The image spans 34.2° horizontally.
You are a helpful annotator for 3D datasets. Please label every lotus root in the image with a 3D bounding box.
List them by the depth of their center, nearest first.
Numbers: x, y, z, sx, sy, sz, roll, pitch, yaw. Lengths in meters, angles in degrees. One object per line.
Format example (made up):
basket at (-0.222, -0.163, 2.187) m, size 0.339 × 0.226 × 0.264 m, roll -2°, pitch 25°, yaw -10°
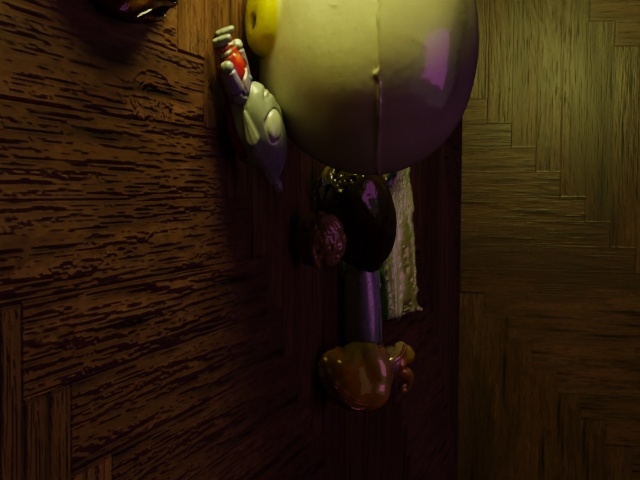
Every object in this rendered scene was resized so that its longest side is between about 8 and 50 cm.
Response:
lotus root at (0.064, -0.046, 1.792) m, size 0.241 × 0.124 × 0.123 m, roll 72°, pitch 35°, yaw -50°

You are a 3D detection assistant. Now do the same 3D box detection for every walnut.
walnut at (0.000, 0.000, 1.643) m, size 0.082 × 0.079 × 0.096 m, roll -66°, pitch 153°, yaw -52°

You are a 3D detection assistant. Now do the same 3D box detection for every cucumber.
cucumber at (0.132, 0.000, 2.109) m, size 0.145 × 0.105 × 0.325 m, roll -17°, pitch 110°, yaw -46°

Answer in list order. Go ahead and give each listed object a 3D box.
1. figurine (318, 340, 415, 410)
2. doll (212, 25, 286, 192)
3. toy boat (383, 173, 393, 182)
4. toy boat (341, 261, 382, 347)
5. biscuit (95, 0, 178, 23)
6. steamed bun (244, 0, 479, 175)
figurine at (0.088, 0.236, 1.850) m, size 0.246 × 0.131 × 0.156 m, roll -11°, pitch 147°, yaw -53°
doll at (-0.088, -0.159, 1.324) m, size 0.102 × 0.075 × 0.227 m, roll -81°, pitch 154°, yaw -61°
toy boat at (0.100, -0.195, 1.921) m, size 0.262 × 0.114 × 0.115 m, roll 75°, pitch 9°, yaw -56°
toy boat at (0.081, 0.141, 1.958) m, size 0.085 × 0.078 × 0.261 m, roll -15°, pitch 105°, yaw -60°
biscuit at (-0.183, -0.371, 1.010) m, size 0.318 × 0.040 × 0.318 m, roll 0°, pitch 90°, yaw -75°
steamed bun at (0.064, -0.275, 1.423) m, size 0.334 × 0.334 × 0.374 m, roll 52°, pitch 41°, yaw -67°
